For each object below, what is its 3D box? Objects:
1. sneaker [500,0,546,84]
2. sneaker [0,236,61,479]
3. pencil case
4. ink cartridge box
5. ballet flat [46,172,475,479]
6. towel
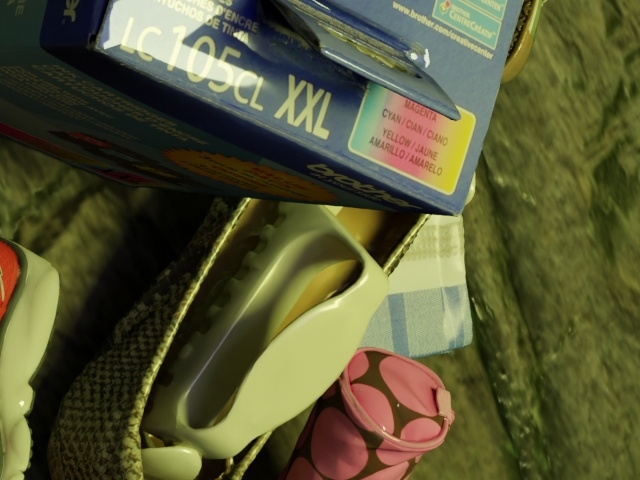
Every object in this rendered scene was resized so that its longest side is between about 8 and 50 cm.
[{"bbox_3d":[0.160,-0.201,1.472,0.086,0.064,0.192,31,62,-54],"label":"sneaker"},{"bbox_3d":[-0.241,0.103,1.124,0.118,0.107,0.279,29,42,-26],"label":"sneaker"},{"bbox_3d":[0.022,0.169,1.315,0.098,0.209,0.095,17,41,-11],"label":"pencil case"},{"bbox_3d":[-0.077,-0.126,1.085,0.270,0.395,0.151,22,79,-37],"label":"ink cartridge box"},{"bbox_3d":[0.000,0.000,1.263,0.164,0.182,0.482,40,74,-27],"label":"ballet flat"},{"bbox_3d":[0.028,-0.041,1.408,0.209,0.034,0.285,-8,98,-38],"label":"towel"}]
